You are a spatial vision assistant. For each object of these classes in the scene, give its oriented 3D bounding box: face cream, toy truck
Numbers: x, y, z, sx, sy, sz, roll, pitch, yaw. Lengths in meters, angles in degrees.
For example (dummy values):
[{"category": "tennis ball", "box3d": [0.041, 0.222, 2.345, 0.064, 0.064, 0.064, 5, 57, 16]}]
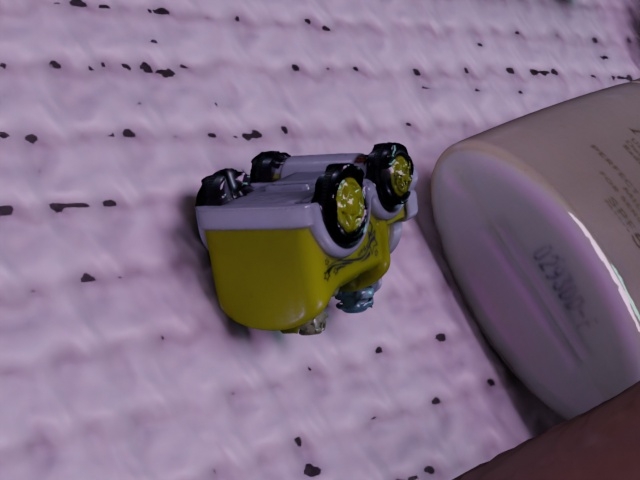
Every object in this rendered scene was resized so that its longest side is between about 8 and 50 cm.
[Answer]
[{"category": "face cream", "box3d": [0.189, -0.008, 1.010, 0.173, 0.081, 0.348, 58, 31, 7]}, {"category": "toy truck", "box3d": [0.000, 0.000, 0.750, 0.111, 0.076, 0.077, -25, 110, -56]}]

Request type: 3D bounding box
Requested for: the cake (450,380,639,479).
[{"category": "cake", "box3d": [0.222, 0.171, 0.771, 0.309, 0.230, 0.237, 10, 56, -52]}]
